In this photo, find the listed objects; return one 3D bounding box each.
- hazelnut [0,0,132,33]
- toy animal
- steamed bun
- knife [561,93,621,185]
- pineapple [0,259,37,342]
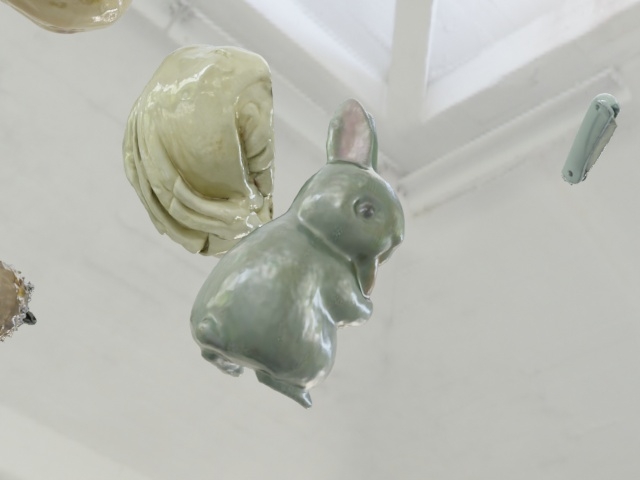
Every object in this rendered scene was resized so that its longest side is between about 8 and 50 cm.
[{"bbox_3d":[-0.378,-0.430,1.505,0.261,0.241,0.261,18,-62,39],"label":"hazelnut"},{"bbox_3d":[0.001,0.000,0.806,0.125,0.251,0.127,29,-13,1],"label":"toy animal"},{"bbox_3d":[-0.166,-0.114,1.376,0.203,0.276,0.289,-5,-13,-8],"label":"steamed bun"},{"bbox_3d":[0.338,-0.123,1.276,0.044,0.023,0.162,48,-24,23],"label":"knife"},{"bbox_3d":[-0.426,0.083,1.313,0.119,0.111,0.237,12,-10,-9],"label":"pineapple"}]
